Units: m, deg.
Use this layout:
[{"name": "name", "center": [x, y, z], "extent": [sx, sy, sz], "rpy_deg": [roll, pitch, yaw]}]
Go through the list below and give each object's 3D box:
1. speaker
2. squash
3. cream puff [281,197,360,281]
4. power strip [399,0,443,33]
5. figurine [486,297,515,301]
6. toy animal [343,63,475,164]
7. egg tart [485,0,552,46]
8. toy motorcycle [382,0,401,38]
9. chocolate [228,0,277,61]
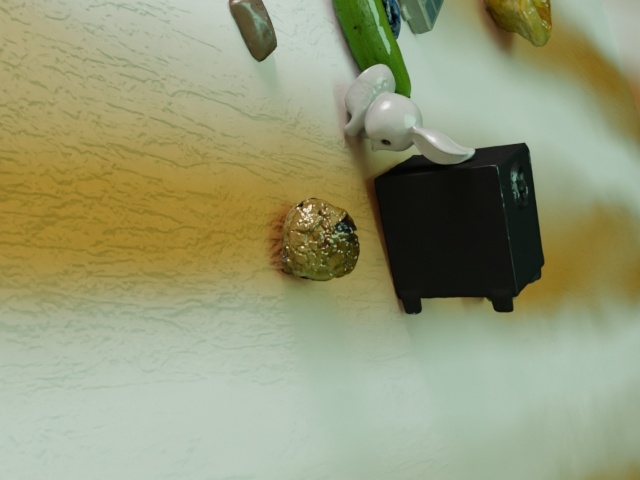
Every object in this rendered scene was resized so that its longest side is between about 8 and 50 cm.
[{"name": "speaker", "center": [0.249, -0.020, 1.480], "extent": [0.184, 0.232, 0.254], "rpy_deg": [-31, 113, -55]}, {"name": "squash", "center": [0.079, -0.366, 1.466], "extent": [0.082, 0.082, 0.293], "rpy_deg": [-53, 126, -50]}, {"name": "cream puff", "center": [0.000, 0.000, 1.218], "extent": [0.133, 0.104, 0.120], "rpy_deg": [-21, 106, -57]}, {"name": "power strip", "center": [0.219, -0.538, 1.779], "extent": [0.118, 0.046, 0.270], "rpy_deg": [58, 37, -31]}, {"name": "figurine", "center": [0.364, 0.051, 1.768], "extent": [0.147, 0.126, 0.192], "rpy_deg": [50, 25, -24]}, {"name": "toy animal", "center": [0.138, -0.173, 1.410], "extent": [0.221, 0.131, 0.103], "rpy_deg": [47, 6, 19]}, {"name": "egg tart", "center": [0.493, -0.637, 2.173], "extent": [0.319, 0.128, 0.319], "rpy_deg": [28, 57, -54]}, {"name": "toy motorcycle", "center": [0.099, -0.476, 1.531], "extent": [0.135, 0.092, 0.255], "rpy_deg": [-59, 139, -59]}, {"name": "chocolate", "center": [-0.090, -0.310, 1.230], "extent": [0.064, 0.031, 0.101], "rpy_deg": [-49, 123, -47]}]
